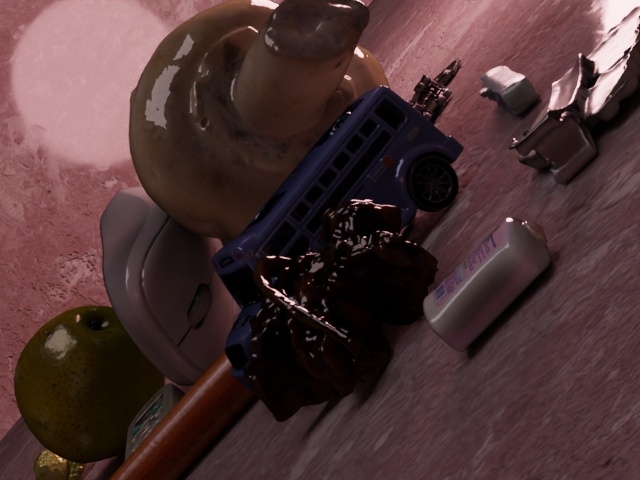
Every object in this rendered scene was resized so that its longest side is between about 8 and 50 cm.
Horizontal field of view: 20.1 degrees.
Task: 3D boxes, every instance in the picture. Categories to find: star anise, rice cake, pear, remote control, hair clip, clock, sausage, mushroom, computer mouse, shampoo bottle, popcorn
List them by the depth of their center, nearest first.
[{"bbox_3d":[0.119,0.026,1.253,0.099,0.043,0.072,-46,9,13],"label":"shampoo bottle"},{"bbox_3d":[0.202,-0.112,1.443,0.140,0.054,0.220,-49,4,27],"label":"hair clip"},{"bbox_3d":[0.008,0.045,1.479,0.190,0.126,0.220,-50,5,-36],"label":"star anise"},{"bbox_3d":[0.180,-0.145,1.759,0.042,0.030,0.180,-35,9,3],"label":"rice cake"},{"bbox_3d":[-0.125,0.181,1.770,0.348,0.053,0.053,-47,8,8],"label":"sausage"},{"bbox_3d":[-0.176,0.208,1.959,0.078,0.042,0.221,-49,7,2],"label":"remote control"},{"bbox_3d":[-0.054,-0.161,1.999,0.314,0.314,0.336,-53,-5,-30],"label":"mushroom"},{"bbox_3d":[-0.167,0.041,2.097,0.121,0.184,0.297,-31,26,5],"label":"computer mouse"},{"bbox_3d":[-0.276,0.174,2.175,0.198,0.198,0.198,-47,8,9],"label":"pear"},{"bbox_3d":[0.145,-0.195,2.248,0.083,0.010,0.074,-43,10,33],"label":"clock"},{"bbox_3d":[-0.336,0.296,2.336,0.083,0.059,0.068,-20,-10,23],"label":"popcorn"}]

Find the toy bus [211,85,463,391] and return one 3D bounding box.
[{"bbox_3d":[0.000,0.000,1.673,0.292,0.133,0.125,-51,9,-20],"label":"toy bus"}]

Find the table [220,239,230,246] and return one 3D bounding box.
[{"bbox_3d":[-0.067,-0.051,2.300,0.111,0.121,0.240,-38,13,48],"label":"table"}]

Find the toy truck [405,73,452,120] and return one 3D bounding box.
[{"bbox_3d":[0.120,-0.157,2.112,0.083,0.039,0.044,-54,-7,-41],"label":"toy truck"}]
